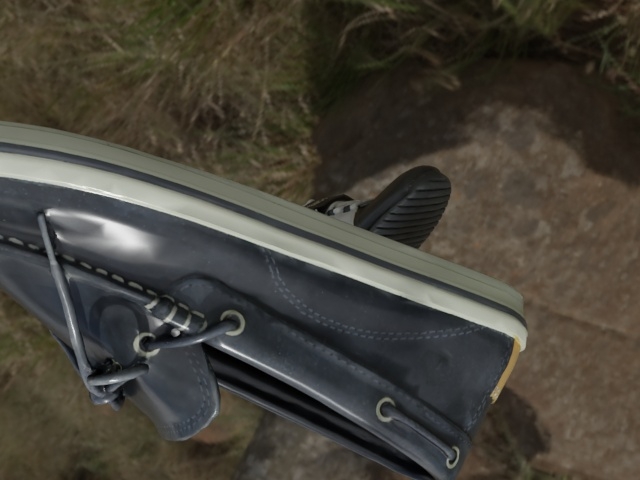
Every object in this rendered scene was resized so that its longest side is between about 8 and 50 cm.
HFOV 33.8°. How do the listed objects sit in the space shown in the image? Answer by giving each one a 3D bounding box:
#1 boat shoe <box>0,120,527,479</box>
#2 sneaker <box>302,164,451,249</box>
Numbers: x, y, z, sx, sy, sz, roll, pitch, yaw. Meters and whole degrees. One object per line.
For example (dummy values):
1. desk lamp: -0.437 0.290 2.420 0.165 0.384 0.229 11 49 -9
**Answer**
1. boat shoe: -0.098 0.043 0.662 0.500 0.156 0.187 19 169 -20
2. sneaker: 0.000 0.000 1.170 0.330 0.122 0.146 -43 65 32
